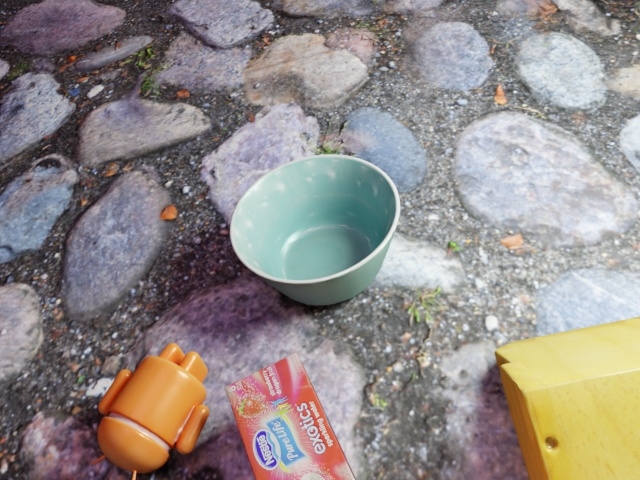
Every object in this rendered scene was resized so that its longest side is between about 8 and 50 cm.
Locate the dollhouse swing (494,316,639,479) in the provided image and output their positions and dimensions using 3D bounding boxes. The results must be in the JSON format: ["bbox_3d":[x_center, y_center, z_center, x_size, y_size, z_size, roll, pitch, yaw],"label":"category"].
[{"bbox_3d":[0.432,0.253,0.753,0.347,0.305,0.314,-13,73,3],"label":"dollhouse swing"}]

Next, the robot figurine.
[{"bbox_3d":[-0.275,0.279,0.935,0.158,0.128,0.219,37,58,-12],"label":"robot figurine"}]

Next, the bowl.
[{"bbox_3d":[0.000,0.000,1.079,0.312,0.163,0.311,-6,49,8],"label":"bowl"}]

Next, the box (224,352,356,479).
[{"bbox_3d":[-0.034,0.317,0.844,0.128,0.122,0.256,-25,49,-6],"label":"box"}]
